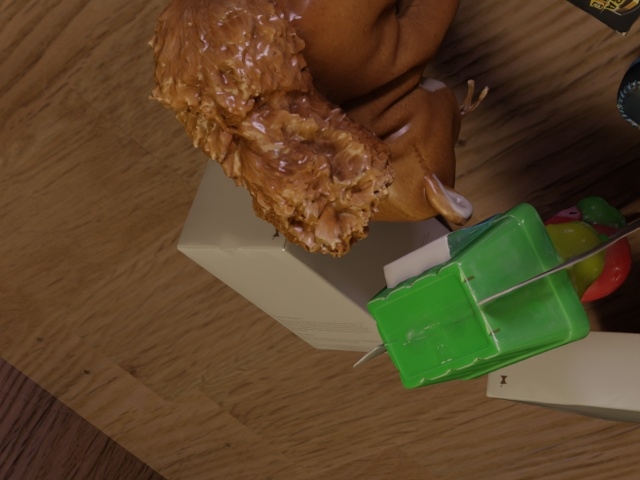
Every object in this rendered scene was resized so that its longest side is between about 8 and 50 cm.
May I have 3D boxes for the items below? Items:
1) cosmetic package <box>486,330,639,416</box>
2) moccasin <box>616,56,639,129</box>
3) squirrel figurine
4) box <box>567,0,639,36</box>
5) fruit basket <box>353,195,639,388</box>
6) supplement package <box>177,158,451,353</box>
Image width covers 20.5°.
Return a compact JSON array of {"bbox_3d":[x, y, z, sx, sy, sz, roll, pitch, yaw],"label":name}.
[{"bbox_3d":[0.429,0.169,2.070,0.377,0.097,0.284,1,173,39],"label":"cosmetic package"},{"bbox_3d":[0.454,-0.092,1.772,0.342,0.117,0.138,20,148,18],"label":"moccasin"},{"bbox_3d":[0.006,-0.140,1.814,0.281,0.397,0.370,0,129,33],"label":"squirrel figurine"},{"bbox_3d":[0.316,-0.345,1.352,0.073,0.293,0.295,32,149,1],"label":"box"},{"bbox_3d":[0.235,0.025,1.952,0.165,0.353,0.327,59,147,-1],"label":"fruit basket"},{"bbox_3d":[0.000,0.000,2.176,0.177,0.175,0.293,1,154,40],"label":"supplement package"}]
